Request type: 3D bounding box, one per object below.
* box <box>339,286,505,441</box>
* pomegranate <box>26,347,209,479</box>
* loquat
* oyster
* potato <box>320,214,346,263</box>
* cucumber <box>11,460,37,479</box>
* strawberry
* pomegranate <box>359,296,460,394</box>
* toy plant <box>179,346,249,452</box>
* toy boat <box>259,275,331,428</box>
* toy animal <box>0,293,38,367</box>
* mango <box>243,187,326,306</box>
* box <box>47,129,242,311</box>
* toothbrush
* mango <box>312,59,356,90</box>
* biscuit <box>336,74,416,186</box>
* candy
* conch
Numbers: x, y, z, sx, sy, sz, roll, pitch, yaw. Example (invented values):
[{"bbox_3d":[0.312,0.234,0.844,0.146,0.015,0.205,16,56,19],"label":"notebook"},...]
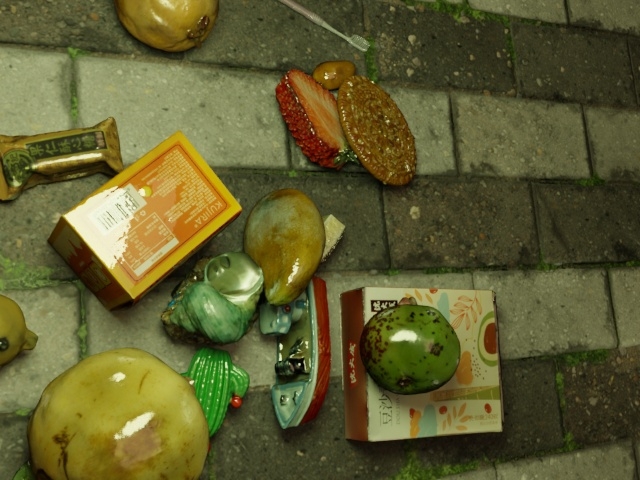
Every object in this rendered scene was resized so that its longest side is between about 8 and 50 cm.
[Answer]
[{"bbox_3d":[0.246,0.292,1.746,0.385,0.122,0.345,3,79,-26],"label":"box"},{"bbox_3d":[-0.364,0.359,1.344,0.332,0.332,0.333,6,77,-25],"label":"pomegranate"},{"bbox_3d":[-0.335,-0.531,1.588,0.238,0.193,0.238,5,73,-16],"label":"loquat"},{"bbox_3d":[-0.231,0.128,1.566,0.259,0.092,0.198,-12,89,-31],"label":"oyster"},{"bbox_3d":[0.001,-0.002,1.708,0.061,0.086,0.122,42,71,-16],"label":"potato"},{"bbox_3d":[-0.519,0.525,1.356,0.046,0.070,0.220,-31,92,2],"label":"cucumber"},{"bbox_3d":[-0.006,-0.274,1.738,0.286,0.106,0.188,46,40,-14],"label":"strawberry"},{"bbox_3d":[0.189,0.209,1.573,0.214,0.214,0.248,27,36,-19],"label":"pomegranate"},{"bbox_3d":[-0.253,0.338,1.514,0.154,0.088,0.240,34,81,0],"label":"toy plant"},{"bbox_3d":[-0.064,0.240,1.587,0.133,0.145,0.332,10,70,-35],"label":"toy boat"},{"bbox_3d":[-0.658,0.153,1.313,0.281,0.195,0.169,24,30,-16],"label":"toy animal"},{"bbox_3d":[-0.080,0.010,1.569,0.146,0.192,0.316,42,26,-32],"label":"mango"},{"bbox_3d":[-0.348,-0.028,1.440,0.283,0.259,0.214,-42,98,-26],"label":"box"},{"bbox_3d":[-0.024,-0.574,1.841,0.354,0.029,0.024,26,56,-19],"label":"toothbrush"},{"bbox_3d":[0.040,-0.418,1.823,0.127,0.063,0.077,-21,81,-29],"label":"mango"},{"bbox_3d":[0.148,-0.274,1.792,0.305,0.038,0.305,30,47,-38],"label":"biscuit"},{"bbox_3d":[-0.536,-0.165,1.468,0.271,0.101,0.143,-12,79,-22],"label":"candy"},{"bbox_3d":[-0.203,0.122,1.462,0.188,0.122,0.176,-19,85,-43],"label":"conch"}]
